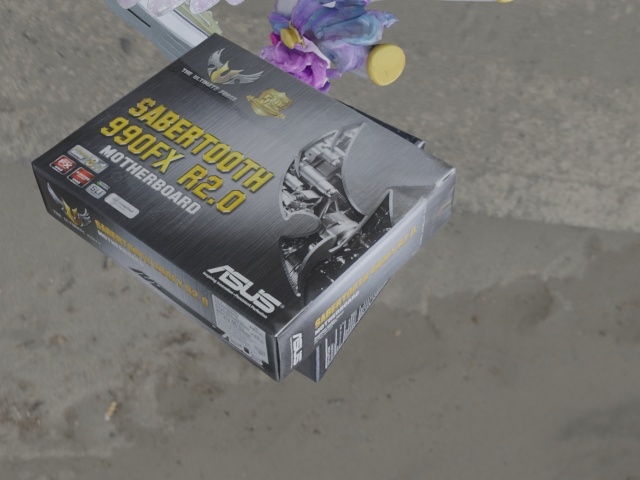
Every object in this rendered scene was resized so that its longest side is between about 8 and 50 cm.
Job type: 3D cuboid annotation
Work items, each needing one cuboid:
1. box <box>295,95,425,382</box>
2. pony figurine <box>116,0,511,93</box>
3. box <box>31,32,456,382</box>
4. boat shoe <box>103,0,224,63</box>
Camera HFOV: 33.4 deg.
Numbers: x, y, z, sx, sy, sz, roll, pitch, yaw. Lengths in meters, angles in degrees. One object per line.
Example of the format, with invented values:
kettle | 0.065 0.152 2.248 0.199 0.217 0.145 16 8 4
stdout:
box | 0.000 0.000 1.593 0.294 0.183 0.296 -54 160 -28
pony figurine | -0.004 -0.267 1.209 0.351 0.363 0.302 -36 120 -20
box | -0.052 -0.034 0.735 0.183 0.231 0.056 -42 150 -28
boat shoe | -0.211 -0.338 1.689 0.302 0.109 0.094 41 64 -17
